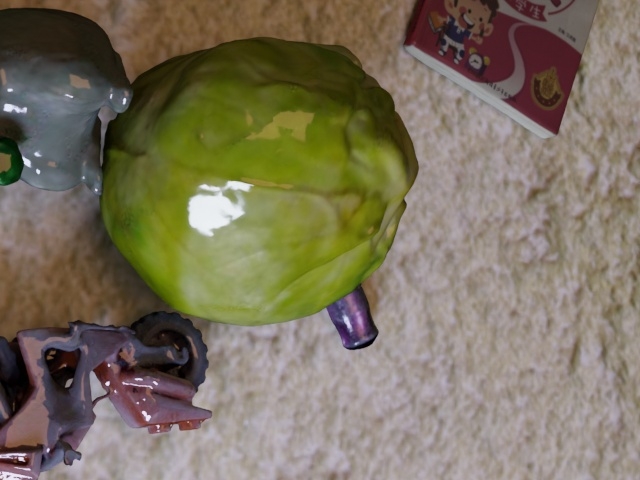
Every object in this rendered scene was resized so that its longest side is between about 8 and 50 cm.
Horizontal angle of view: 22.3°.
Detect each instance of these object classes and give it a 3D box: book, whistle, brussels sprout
[{"bbox_3d":[0.168,-0.222,1.365,0.162,0.022,0.232,30,70,-26],"label":"book"},{"bbox_3d":[0.000,0.000,1.226,0.033,0.033,0.176,-27,99,-32],"label":"whistle"},{"bbox_3d":[-0.043,-0.040,1.122,0.223,0.161,0.223,-2,102,-9],"label":"brussels sprout"}]

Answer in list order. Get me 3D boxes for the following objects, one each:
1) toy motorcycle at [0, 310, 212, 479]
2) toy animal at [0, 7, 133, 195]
[{"bbox_3d":[-0.164,0.110,1.082,0.212,0.084,0.118,-2,77,-37],"label":"toy motorcycle"},{"bbox_3d":[-0.256,-0.093,1.042,0.251,0.127,0.125,3,101,-20],"label":"toy animal"}]
